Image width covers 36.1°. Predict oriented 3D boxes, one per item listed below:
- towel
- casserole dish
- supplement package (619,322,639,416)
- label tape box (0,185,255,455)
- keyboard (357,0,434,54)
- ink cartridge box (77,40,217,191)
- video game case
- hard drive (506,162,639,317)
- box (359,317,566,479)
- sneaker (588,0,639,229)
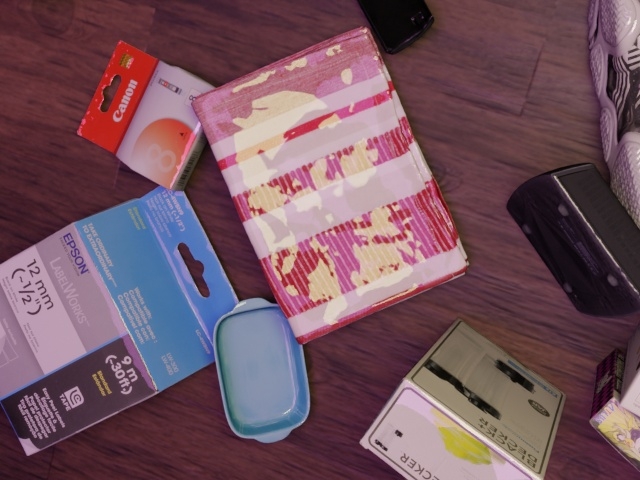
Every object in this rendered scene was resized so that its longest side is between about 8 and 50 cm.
[{"bbox_3d":[0.013,-0.067,1.190,0.237,0.037,0.329,-23,89,2],"label":"towel"},{"bbox_3d":[-0.078,0.166,1.270,0.114,0.037,0.188,-11,96,-15],"label":"casserole dish"},{"bbox_3d":[0.431,0.123,0.991,0.204,0.262,0.145,30,106,13],"label":"supplement package"},{"bbox_3d":[-0.296,0.103,1.318,0.347,0.115,0.249,-28,88,22],"label":"label tape box"},{"bbox_3d":[0.082,-0.323,1.173,0.100,0.038,0.192,-32,78,27],"label":"keyboard"},{"bbox_3d":[-0.228,-0.167,1.283,0.179,0.045,0.145,28,97,12],"label":"ink cartridge box"},{"bbox_3d":[0.379,0.220,1.039,0.210,0.232,0.042,43,106,9],"label":"video game case"},{"bbox_3d":[0.278,0.000,1.041,0.054,0.255,0.172,-34,85,-2],"label":"hard drive"},{"bbox_3d":[0.168,0.195,1.076,0.169,0.290,0.087,37,107,12],"label":"box"},{"bbox_3d":[0.406,-0.166,1.032,0.210,0.137,0.366,-4,79,1],"label":"sneaker"}]
